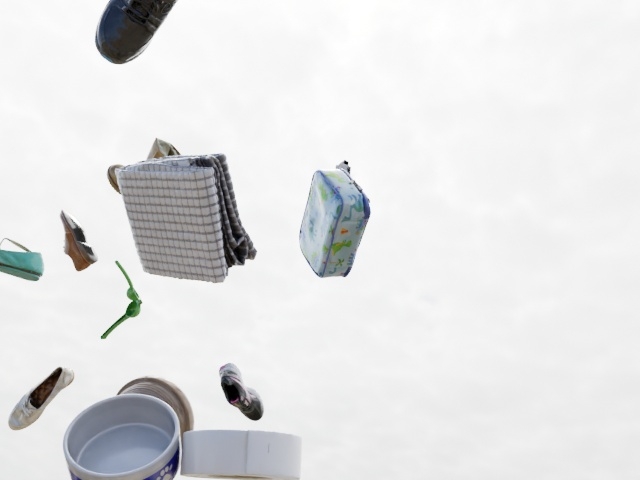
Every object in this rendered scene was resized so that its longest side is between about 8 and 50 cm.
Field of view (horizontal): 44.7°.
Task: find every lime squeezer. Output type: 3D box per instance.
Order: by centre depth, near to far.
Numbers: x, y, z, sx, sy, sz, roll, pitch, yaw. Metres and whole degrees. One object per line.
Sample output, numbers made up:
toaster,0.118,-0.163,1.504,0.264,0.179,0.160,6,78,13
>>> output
lime squeezer,-0.612,0.184,2.439,0.110,0.059,0.310,10,-57,-15

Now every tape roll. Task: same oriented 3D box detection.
tape roll,-0.184,0.507,1.828,0.286,0.100,0.286,2,-20,1

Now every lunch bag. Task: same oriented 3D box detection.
lunch bag,0.025,-0.041,1.730,0.090,0.176,0.219,-2,-57,-27

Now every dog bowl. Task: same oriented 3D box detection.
dog bowl,-0.460,0.487,1.824,0.265,0.265,0.104,5,-59,8

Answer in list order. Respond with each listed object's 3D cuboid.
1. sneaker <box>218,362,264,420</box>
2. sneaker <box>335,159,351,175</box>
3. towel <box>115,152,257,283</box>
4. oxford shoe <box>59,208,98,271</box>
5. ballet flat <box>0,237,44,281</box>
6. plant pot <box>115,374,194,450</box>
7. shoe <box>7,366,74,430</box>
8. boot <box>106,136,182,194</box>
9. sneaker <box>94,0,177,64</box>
sneaker,-0.211,0.405,1.998,0.072,0.077,0.178,-30,-68,15
sneaker,0.077,-0.211,2.436,0.040,0.109,0.044,26,-56,-40
towel,-0.264,-0.051,1.534,0.284,0.235,0.121,2,18,42
oxford shoe,-0.711,-0.003,2.224,0.076,0.212,0.076,-37,-30,11
ballet flat,-0.776,0.031,1.841,0.247,0.087,0.083,17,-28,-34
plant pot,-0.460,0.479,2.033,0.237,0.237,0.110,0,5,18
shoe,-0.769,0.425,2.120,0.076,0.219,0.058,40,-14,14
boot,-0.547,-0.227,2.443,0.236,0.089,0.269,47,-48,9
sneaker,-0.378,-0.540,1.711,0.125,0.341,0.140,35,-13,-17
